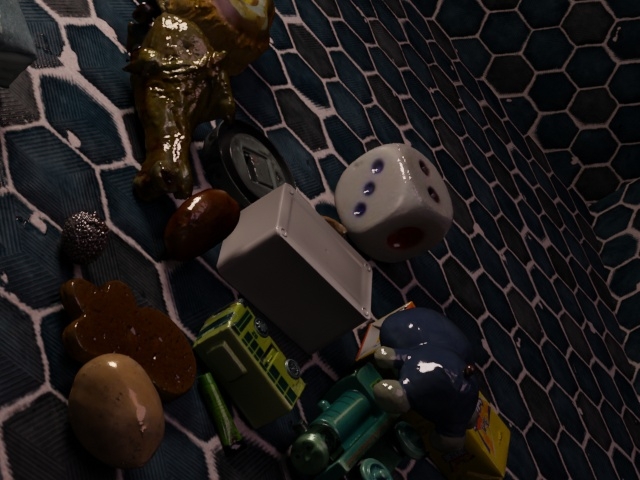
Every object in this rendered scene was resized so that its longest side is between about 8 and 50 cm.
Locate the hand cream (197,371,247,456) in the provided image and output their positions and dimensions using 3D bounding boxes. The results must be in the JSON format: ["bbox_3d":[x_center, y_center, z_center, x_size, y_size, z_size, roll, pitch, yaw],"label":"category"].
[{"bbox_3d":[-0.144,0.249,1.456,0.036,0.023,0.122,-17,76,-42],"label":"hand cream"}]

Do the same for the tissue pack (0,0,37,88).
[{"bbox_3d":[-0.534,-0.372,1.373,0.228,0.103,0.316,5,56,-57],"label":"tissue pack"}]

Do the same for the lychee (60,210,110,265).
[{"bbox_3d":[-0.320,-0.004,1.377,0.067,0.068,0.083,92,9,-54],"label":"lychee"}]

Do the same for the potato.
[{"bbox_3d":[-0.243,0.209,1.231,0.112,0.112,0.147,1,65,-60],"label":"potato"}]

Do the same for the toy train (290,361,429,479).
[{"bbox_3d":[0.053,0.326,1.623,0.194,0.120,0.298,52,25,5],"label":"toy train"}]

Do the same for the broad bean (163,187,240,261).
[{"bbox_3d":[-0.190,-0.026,1.582,0.084,0.114,0.165,18,18,16],"label":"broad bean"}]

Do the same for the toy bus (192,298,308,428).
[{"bbox_3d":[-0.108,0.185,1.517,0.175,0.088,0.101,54,27,-10],"label":"toy bus"}]

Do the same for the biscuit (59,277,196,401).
[{"bbox_3d":[-0.257,0.139,1.363,0.236,0.039,0.180,33,33,-43],"label":"biscuit"}]

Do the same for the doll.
[{"bbox_3d":[0.181,0.217,1.720,0.228,0.154,0.258,36,14,-20],"label":"doll"}]

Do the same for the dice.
[{"bbox_3d":[0.158,-0.078,2.161,0.194,0.193,0.192,28,40,-44],"label":"dice"}]

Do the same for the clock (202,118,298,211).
[{"bbox_3d":[-0.128,-0.121,1.872,0.226,0.049,0.226,42,30,-32],"label":"clock"}]

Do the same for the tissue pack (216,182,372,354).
[{"bbox_3d":[-0.037,0.049,1.739,0.246,0.136,0.159,46,28,-25],"label":"tissue pack"}]

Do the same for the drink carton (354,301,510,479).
[{"bbox_3d":[0.222,0.306,1.943,0.351,0.111,0.154,53,27,-12],"label":"drink carton"}]

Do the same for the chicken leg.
[{"bbox_3d":[-0.232,-0.215,1.705,0.211,0.140,0.361,7,63,-33],"label":"chicken leg"}]

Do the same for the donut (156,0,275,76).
[{"bbox_3d":[-0.206,-0.496,2.024,0.330,0.159,0.330,50,24,-32],"label":"donut"}]

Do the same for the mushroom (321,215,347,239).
[{"bbox_3d":[-0.001,0.001,1.926,0.094,0.072,0.210,49,15,-8],"label":"mushroom"}]
